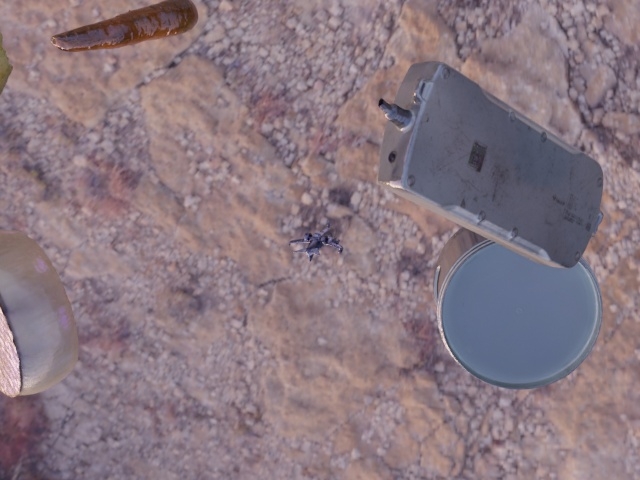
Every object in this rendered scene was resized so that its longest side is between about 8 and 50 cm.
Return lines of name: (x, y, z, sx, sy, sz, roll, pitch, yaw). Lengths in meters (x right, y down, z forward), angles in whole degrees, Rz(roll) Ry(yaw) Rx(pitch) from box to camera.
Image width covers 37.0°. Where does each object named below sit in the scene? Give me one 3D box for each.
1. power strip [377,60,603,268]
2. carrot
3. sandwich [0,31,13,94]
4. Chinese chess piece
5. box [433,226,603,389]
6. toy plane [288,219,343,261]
power strip: (0.109, -0.044, 0.603, 0.226, 0.080, 0.029, 22, 173, -41)
carrot: (-0.227, -0.249, 1.129, 0.047, 0.191, 0.047, 31, 134, 38)
sandwich: (-0.251, -0.127, 0.555, 0.058, 0.163, 0.193, 16, 161, 13)
Chinese chess piece: (-0.494, 0.116, 1.526, 0.270, 0.112, 0.270, 30, 132, 40)
box: (0.276, 0.083, 1.363, 0.226, 0.149, 0.226, 1, 104, 4)
toy plane: (0.000, 0.000, 1.265, 0.078, 0.083, 0.031, 9, 122, 25)
